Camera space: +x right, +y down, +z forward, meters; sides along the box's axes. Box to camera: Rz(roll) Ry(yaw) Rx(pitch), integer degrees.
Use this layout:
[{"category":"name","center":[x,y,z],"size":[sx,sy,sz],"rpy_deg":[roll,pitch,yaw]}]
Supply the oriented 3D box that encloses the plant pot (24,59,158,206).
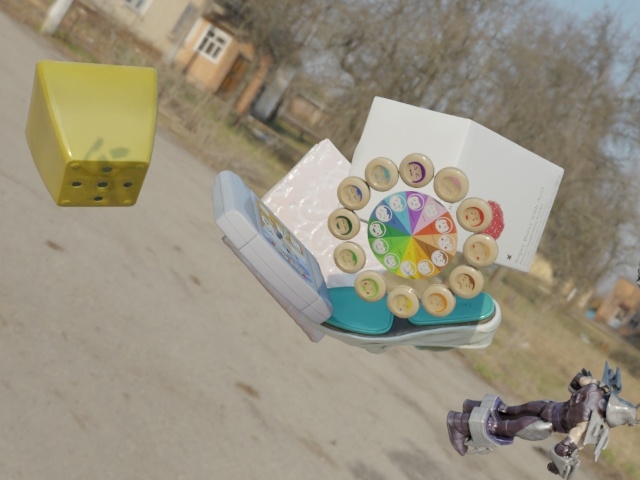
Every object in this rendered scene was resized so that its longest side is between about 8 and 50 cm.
[{"category":"plant pot","center":[-0.401,-0.175,1.539],"size":[0.212,0.212,0.187],"rpy_deg":[-1,58,-26]}]

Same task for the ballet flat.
[{"category":"ballet flat","center":[0.162,0.176,1.737],"size":[0.399,0.139,0.139],"rpy_deg":[0,-2,13]}]

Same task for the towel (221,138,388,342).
[{"category":"towel","center":[0.000,0.000,1.875],"size":[0.317,0.332,0.053],"rpy_deg":[48,-13,-12]}]

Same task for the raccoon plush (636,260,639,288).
[{"category":"raccoon plush","center":[0.608,0.078,1.078],"size":[0.446,0.299,0.216],"rpy_deg":[42,21,-31]}]

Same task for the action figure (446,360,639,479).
[{"category":"action figure","center":[0.334,0.261,1.254],"size":[0.185,0.284,0.099],"rpy_deg":[-41,112,-48]}]

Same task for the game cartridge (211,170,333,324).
[{"category":"game cartridge","center":[-0.085,0.017,1.579],"size":[0.297,0.062,0.198],"rpy_deg":[47,8,-29]}]

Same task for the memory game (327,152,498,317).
[{"category":"memory game","center":[0.094,-0.002,0.900],"size":[0.186,0.186,0.012],"rpy_deg":[34,28,7]}]

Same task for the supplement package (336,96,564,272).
[{"category":"supplement package","center":[0.198,-0.075,1.270],"size":[0.175,0.178,0.292],"rpy_deg":[22,5,41]}]
